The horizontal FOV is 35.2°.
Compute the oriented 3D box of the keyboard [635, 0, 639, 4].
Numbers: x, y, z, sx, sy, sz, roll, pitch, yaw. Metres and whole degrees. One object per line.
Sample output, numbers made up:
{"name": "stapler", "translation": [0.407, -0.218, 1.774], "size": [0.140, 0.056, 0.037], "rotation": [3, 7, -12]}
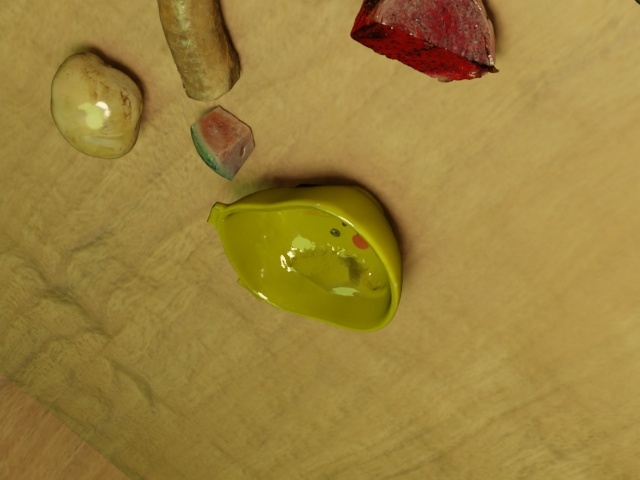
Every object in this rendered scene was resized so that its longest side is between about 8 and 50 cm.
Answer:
{"name": "keyboard", "translation": [0.281, -0.232, 0.866], "size": [0.204, 0.013, 0.061], "rotation": [40, 146, -4]}

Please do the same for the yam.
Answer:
{"name": "yam", "translation": [-0.163, -0.311, 1.103], "size": [0.081, 0.081, 0.356], "rotation": [13, 138, 31]}

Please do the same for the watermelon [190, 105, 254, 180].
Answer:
{"name": "watermelon", "translation": [-0.129, -0.127, 1.294], "size": [0.084, 0.092, 0.072], "rotation": [35, 107, -12]}

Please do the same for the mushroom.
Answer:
{"name": "mushroom", "translation": [-0.296, -0.178, 1.341], "size": [0.148, 0.112, 0.148], "rotation": [23, 141, 21]}

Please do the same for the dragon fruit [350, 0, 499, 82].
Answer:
{"name": "dragon fruit", "translation": [0.105, -0.220, 0.980], "size": [0.147, 0.096, 0.102], "rotation": [19, 167, -31]}

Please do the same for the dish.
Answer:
{"name": "dish", "translation": [0.000, 0.000, 1.293], "size": [0.262, 0.108, 0.221], "rotation": [7, 136, 33]}
